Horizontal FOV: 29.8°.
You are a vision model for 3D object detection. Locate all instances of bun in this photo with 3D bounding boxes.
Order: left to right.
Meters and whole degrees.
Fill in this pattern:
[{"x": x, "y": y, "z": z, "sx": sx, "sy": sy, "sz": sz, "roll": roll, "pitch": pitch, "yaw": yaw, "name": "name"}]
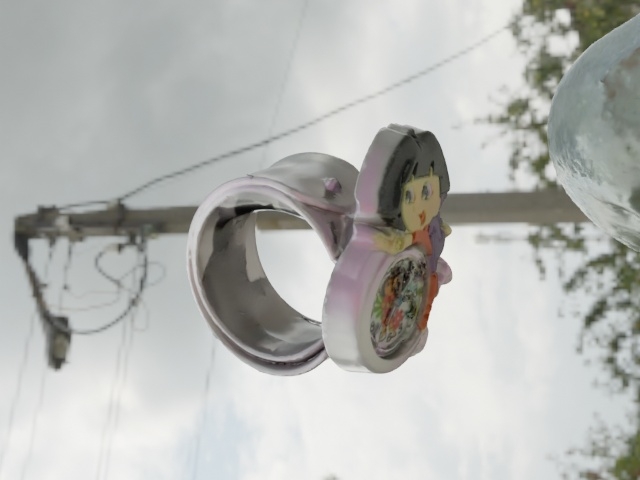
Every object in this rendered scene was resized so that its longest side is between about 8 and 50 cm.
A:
[{"x": 0.353, "y": -0.091, "z": 0.985, "sx": 0.354, "sy": 0.355, "sz": 0.194, "roll": 17, "pitch": -127, "yaw": -63, "name": "bun"}]

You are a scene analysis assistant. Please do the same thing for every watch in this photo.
[{"x": 0.000, "y": 0.000, "z": 1.171, "sx": 0.196, "sy": 0.231, "sz": 0.244, "roll": -23, "pitch": -61, "yaw": -50, "name": "watch"}]
